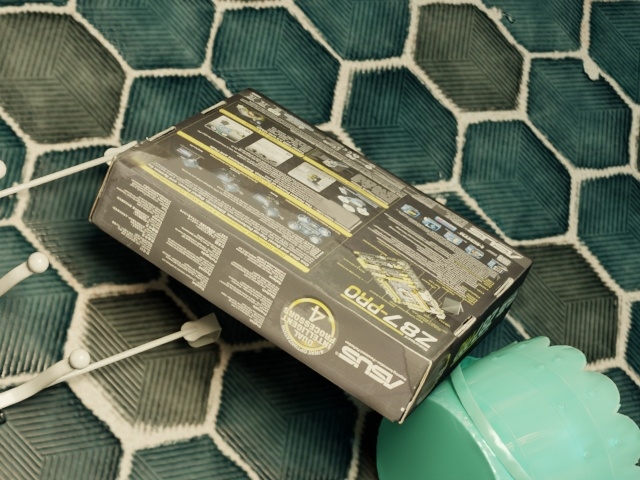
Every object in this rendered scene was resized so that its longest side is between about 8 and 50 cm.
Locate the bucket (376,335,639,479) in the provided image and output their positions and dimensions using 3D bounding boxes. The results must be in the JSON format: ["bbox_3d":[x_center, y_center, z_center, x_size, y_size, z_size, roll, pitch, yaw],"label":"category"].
[{"bbox_3d":[0.202,0.253,1.956,0.183,0.281,0.281,-18,76,-31],"label":"bucket"}]

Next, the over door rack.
[{"bbox_3d":[-0.272,0.028,1.891,0.324,0.108,0.239,-17,77,-35],"label":"over door rack"}]

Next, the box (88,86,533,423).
[{"bbox_3d":[0.000,0.000,1.928,0.395,0.097,0.318,32,27,12],"label":"box"}]
